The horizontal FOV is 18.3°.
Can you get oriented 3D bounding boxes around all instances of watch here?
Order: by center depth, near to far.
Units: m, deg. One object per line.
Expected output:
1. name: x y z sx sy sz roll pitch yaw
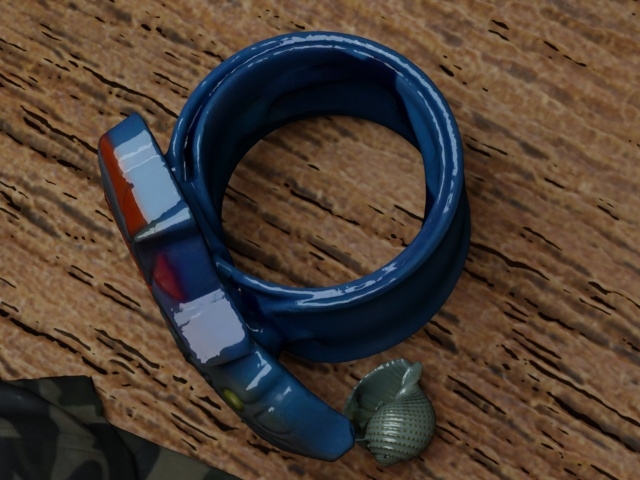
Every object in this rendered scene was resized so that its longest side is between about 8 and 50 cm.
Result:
1. watch: 0.000 0.000 1.542 0.274 0.241 0.305 -31 71 -7

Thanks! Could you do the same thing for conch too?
1. conch: 0.058 0.140 1.570 0.076 0.056 0.085 5 48 34

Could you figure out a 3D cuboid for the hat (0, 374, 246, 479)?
1. hat: -0.195 0.289 1.539 0.382 0.257 0.366 11 82 37
